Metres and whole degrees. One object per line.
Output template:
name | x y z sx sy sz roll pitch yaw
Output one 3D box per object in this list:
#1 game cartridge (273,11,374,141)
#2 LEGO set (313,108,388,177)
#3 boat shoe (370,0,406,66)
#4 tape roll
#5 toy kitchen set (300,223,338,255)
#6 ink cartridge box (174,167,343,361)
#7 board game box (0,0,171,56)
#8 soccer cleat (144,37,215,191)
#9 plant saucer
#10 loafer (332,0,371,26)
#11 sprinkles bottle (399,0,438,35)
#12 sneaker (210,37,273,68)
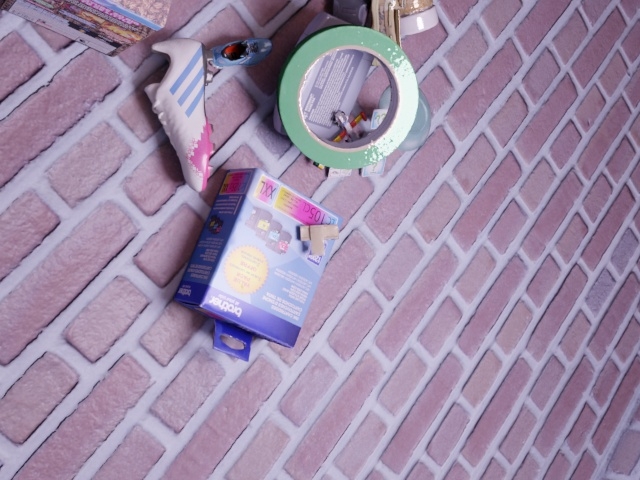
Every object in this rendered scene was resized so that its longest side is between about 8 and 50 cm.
game cartridge | 0.006 -0.382 1.686 0.198 0.062 0.297 14 110 -31
LEGO set | 0.095 -0.236 1.771 0.244 0.060 0.183 -10 122 -37
boat shoe | 0.177 -0.570 1.763 0.105 0.089 0.285 -64 163 -44
tape roll | 0.060 -0.326 1.609 0.321 0.077 0.321 -3 110 -8
toy kitchen set | 0.000 0.000 1.598 0.083 0.075 0.068 -3 89 4
ink cartridge box | -0.147 0.070 1.608 0.270 0.151 0.396 28 77 -31
board game box | -0.430 -0.478 1.309 0.232 0.291 0.141 19 81 -34
soccer cleat | -0.307 -0.270 1.522 0.143 0.116 0.331 -2 90 -18
plant saucer | 0.243 -0.343 1.926 0.194 0.037 0.195 -2 93 -35
loafer | 0.076 -0.585 1.788 0.109 0.095 0.303 14 77 -3
sprinkles bottle | 0.208 -0.717 1.807 0.121 0.121 0.356 -33 119 -29
sneaker | -0.173 -0.431 1.616 0.162 0.073 0.063 -25 105 -31
